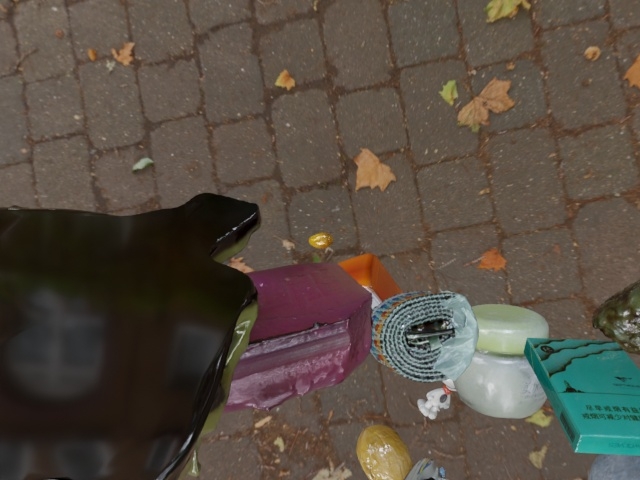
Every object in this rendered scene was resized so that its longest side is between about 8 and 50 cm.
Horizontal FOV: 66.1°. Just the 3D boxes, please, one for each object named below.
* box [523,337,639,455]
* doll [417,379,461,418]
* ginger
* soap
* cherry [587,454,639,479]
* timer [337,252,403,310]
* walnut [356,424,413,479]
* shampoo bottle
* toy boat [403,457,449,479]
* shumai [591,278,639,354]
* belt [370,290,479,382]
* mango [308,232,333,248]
[{"bbox_3d":[0.442,0.238,0.782,0.161,0.226,0.042,3,115,1],"label":"box"},{"bbox_3d":[0.515,0.577,1.912,0.208,0.144,0.271,14,114,-8],"label":"doll"},{"bbox_3d":[-0.218,0.117,0.508,0.359,0.211,0.413,-11,47,-7],"label":"ginger"},{"bbox_3d":[-0.058,0.133,0.743,0.325,0.220,0.127,-6,115,-29],"label":"soap"},{"bbox_3d":[0.746,0.570,1.110,0.255,0.296,0.218,-22,97,29],"label":"cherry"},{"bbox_3d":[0.104,0.184,1.517,0.250,0.161,0.257,-19,130,26],"label":"timer"},{"bbox_3d":[0.197,0.663,1.498,0.159,0.159,0.206,-32,75,6],"label":"walnut"},{"bbox_3d":[0.560,0.373,1.531,0.323,0.322,0.317,2,101,7],"label":"shampoo bottle"},{"bbox_3d":[0.295,0.705,1.368,0.141,0.270,0.140,6,100,39],"label":"toy boat"},{"bbox_3d":[0.849,0.213,1.097,0.395,0.395,0.348,-30,71,6],"label":"shumai"},{"bbox_3d":[0.243,0.223,1.159,0.258,0.150,0.206,-3,91,-15],"label":"belt"},{"bbox_3d":[0.000,0.000,1.719,0.089,0.046,0.059,0,121,21],"label":"mango"}]
